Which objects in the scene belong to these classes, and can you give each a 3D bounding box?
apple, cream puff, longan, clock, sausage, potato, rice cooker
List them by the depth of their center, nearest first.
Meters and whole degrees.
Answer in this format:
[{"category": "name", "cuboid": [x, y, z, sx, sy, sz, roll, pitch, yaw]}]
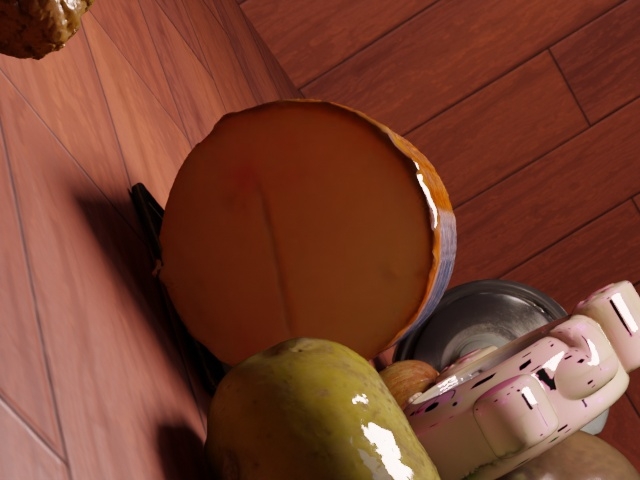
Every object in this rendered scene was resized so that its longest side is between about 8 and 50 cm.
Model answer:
[{"category": "potato", "cuboid": [0.008, 0.177, 1.305, 0.228, 0.148, 0.197, 54, 27, 11]}, {"category": "cream puff", "cuboid": [-0.236, -0.195, 1.379, 0.144, 0.103, 0.126, 44, -5, 16]}, {"category": "sausage", "cuboid": [0.000, 0.000, 1.592, 0.233, 0.233, 0.287, 59, 7, 2]}, {"category": "clock", "cuboid": [0.203, 0.172, 1.999, 0.309, 0.284, 0.114, -28, 90, -52]}, {"category": "longan", "cuboid": [0.271, 0.337, 2.183, 0.258, 0.258, 0.258, 57, 6, -10]}, {"category": "apple", "cuboid": [0.112, 0.206, 2.203, 0.126, 0.102, 0.126, 52, 5, -7]}, {"category": "rice cooker", "cuboid": [0.244, 0.204, 2.518, 0.317, 0.264, 0.316, 25, -12, 6]}]

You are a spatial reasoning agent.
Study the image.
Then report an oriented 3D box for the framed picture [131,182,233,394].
[{"category": "framed picture", "cuboid": [-0.053, 0.126, 1.686, 0.347, 0.016, 0.265, 53, 9, -46]}]
